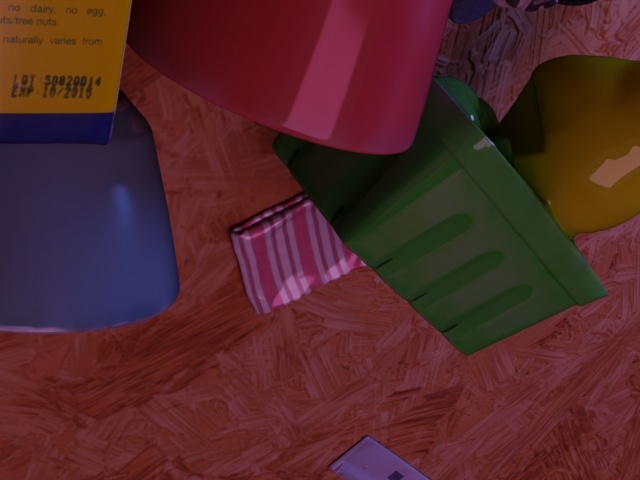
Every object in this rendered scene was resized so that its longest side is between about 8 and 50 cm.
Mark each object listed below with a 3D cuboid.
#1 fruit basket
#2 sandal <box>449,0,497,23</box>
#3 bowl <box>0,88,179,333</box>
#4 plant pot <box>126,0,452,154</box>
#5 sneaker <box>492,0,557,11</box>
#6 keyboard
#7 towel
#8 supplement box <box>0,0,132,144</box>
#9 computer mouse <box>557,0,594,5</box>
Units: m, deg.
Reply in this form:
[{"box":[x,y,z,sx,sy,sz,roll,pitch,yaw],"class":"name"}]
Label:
[{"box":[0.195,-0.090,1.324,0.392,0.283,0.392,-19,137,-19],"class":"fruit basket"},{"box":[0.162,-0.332,1.252,0.097,0.054,0.255,-13,126,-34],"class":"sandal"},{"box":[-0.259,-0.055,1.082,0.311,0.311,0.163,-1,109,-33],"class":"bowl"},{"box":[-0.002,-0.239,1.082,0.275,0.275,0.243,7,116,-38],"class":"plant pot"},{"box":[0.189,-0.343,1.138,0.107,0.118,0.279,8,113,-26],"class":"sneaker"},{"box":[0.100,0.348,1.902,0.072,0.014,0.256,-44,140,4],"class":"keyboard"},{"box":[0.000,0.000,1.477,0.197,0.029,0.144,-26,138,-10],"class":"towel"},{"box":[-0.238,-0.262,0.879,0.194,0.195,0.357,-2,118,-32],"class":"supplement box"},{"box":[0.285,-0.344,1.206,0.184,0.060,0.262,6,122,11],"class":"computer mouse"}]
